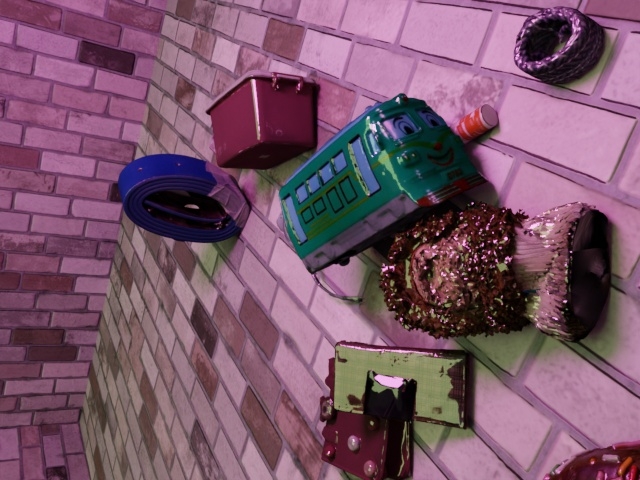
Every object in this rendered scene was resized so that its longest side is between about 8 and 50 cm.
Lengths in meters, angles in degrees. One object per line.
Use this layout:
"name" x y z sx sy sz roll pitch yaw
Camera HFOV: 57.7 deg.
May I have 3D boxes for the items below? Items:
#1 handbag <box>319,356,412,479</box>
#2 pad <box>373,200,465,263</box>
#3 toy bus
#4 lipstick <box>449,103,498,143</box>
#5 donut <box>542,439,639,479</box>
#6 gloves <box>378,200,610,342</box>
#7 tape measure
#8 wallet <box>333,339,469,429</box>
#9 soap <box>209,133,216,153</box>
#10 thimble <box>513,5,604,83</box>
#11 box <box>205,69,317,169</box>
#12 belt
"handbag" 0.074 0.322 1.068 0.216 0.074 0.203 -5 78 56
"pad" 0.161 -0.028 1.058 0.245 0.006 0.170 48 123 50
"toy bus" 0.082 -0.093 0.983 0.343 0.183 0.199 -33 82 49
"lipstick" 0.227 -0.174 0.948 0.131 0.038 0.038 -29 61 52
"donut" 0.341 0.354 0.624 0.270 0.103 0.269 -14 74 58
"gloves" 0.230 0.049 0.811 0.312 0.135 0.210 4 109 37
"tape measure" -0.001 0.001 1.231 0.330 0.084 0.164 54 132 49
"wallet" 0.127 0.232 0.947 0.230 0.042 0.124 -1 82 27
"soap" -0.256 -0.266 1.656 0.149 0.100 0.056 40 118 52
"thimble" 0.322 -0.265 0.791 0.104 0.066 0.095 42 117 51
"box" -0.144 -0.280 1.411 0.294 0.193 0.167 -14 78 56
"belt" -0.366 -0.114 1.575 0.212 0.347 0.117 -57 40 24
